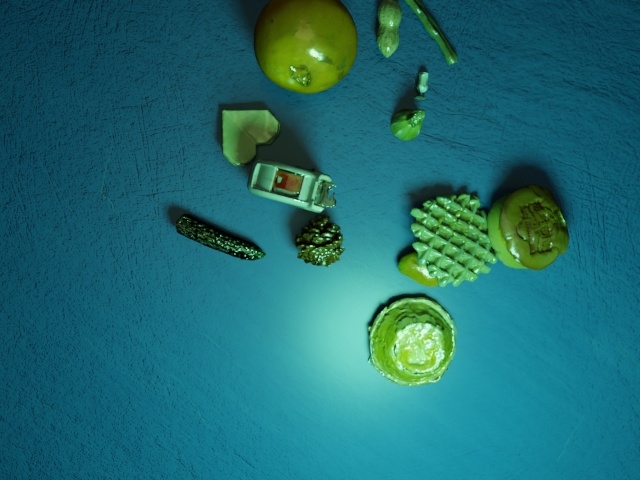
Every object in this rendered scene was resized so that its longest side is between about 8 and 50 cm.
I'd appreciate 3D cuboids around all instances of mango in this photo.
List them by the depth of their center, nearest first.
[{"bbox_3d":[0.338,0.085,1.778,0.165,0.089,0.115,30,101,-1],"label":"mango"}]

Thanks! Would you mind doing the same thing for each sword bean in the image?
[{"bbox_3d":[0.354,-0.677,1.751,0.043,0.038,0.269,-38,96,-6],"label":"sword bean"}]

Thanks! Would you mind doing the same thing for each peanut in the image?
[{"bbox_3d":[0.214,-0.668,1.721,0.082,0.082,0.187,6,93,-3],"label":"peanut"}]

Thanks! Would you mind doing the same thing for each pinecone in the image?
[{"bbox_3d":[0.000,0.000,1.725,0.174,0.173,0.173,0,94,-3],"label":"pinecone"}]

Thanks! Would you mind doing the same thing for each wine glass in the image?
[{"bbox_3d":[0.324,-0.497,1.763,0.039,0.042,0.083,6,91,-41],"label":"wine glass"}]

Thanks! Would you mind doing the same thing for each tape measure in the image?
[{"bbox_3d":[-0.083,-0.168,1.651,0.265,0.258,0.130,16,95,-4],"label":"tape measure"}]

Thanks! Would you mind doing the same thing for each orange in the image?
[{"bbox_3d":[-0.043,-0.583,1.606,0.312,0.312,0.312,0,94,-3],"label":"orange"}]

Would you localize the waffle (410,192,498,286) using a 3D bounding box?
[{"bbox_3d":[0.430,-0.006,1.741,0.309,0.056,0.291,-13,85,-24],"label":"waffle"}]

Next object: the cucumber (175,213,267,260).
[{"bbox_3d":[-0.313,0.000,1.745,0.300,0.072,0.072,23,92,-4],"label":"cucumber"}]

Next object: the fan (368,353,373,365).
[{"bbox_3d":[0.200,0.322,1.820,0.038,0.016,0.193,16,94,-10],"label":"fan"}]

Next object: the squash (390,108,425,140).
[{"bbox_3d":[0.283,-0.372,1.719,0.105,0.132,0.105,0,92,-4],"label":"squash"}]

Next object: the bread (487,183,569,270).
[{"bbox_3d":[0.651,-0.036,1.726,0.270,0.148,0.269,3,82,-21],"label":"bread"}]

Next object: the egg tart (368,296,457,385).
[{"bbox_3d":[0.310,0.339,1.772,0.315,0.120,0.315,-1,97,-7],"label":"egg tart"}]

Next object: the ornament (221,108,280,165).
[{"bbox_3d":[-0.244,-0.349,1.736,0.201,0.059,0.180,-44,94,-2],"label":"ornament"}]
